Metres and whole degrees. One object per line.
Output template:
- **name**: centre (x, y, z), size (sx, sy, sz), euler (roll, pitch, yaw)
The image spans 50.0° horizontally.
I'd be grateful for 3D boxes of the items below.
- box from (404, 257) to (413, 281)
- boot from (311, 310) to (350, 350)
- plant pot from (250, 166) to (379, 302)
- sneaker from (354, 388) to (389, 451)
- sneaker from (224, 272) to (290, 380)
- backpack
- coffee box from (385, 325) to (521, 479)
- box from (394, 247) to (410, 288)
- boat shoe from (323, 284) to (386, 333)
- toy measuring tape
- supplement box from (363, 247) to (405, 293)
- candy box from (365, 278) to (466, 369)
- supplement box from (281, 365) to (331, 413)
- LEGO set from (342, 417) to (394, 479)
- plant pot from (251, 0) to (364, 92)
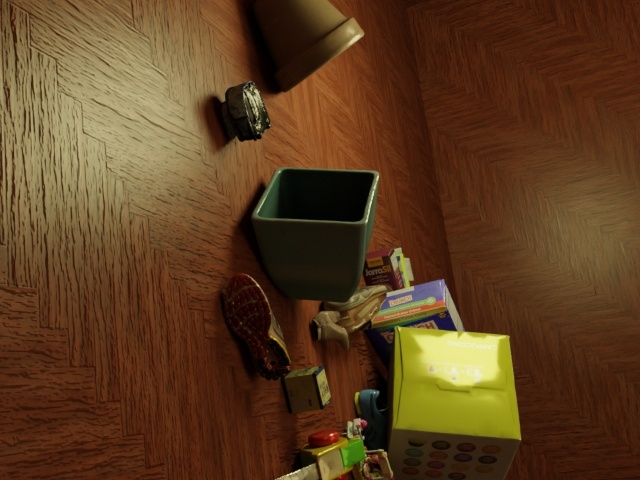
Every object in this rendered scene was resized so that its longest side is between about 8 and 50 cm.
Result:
- **box**: centre (0.263, 0.112, 2.409), size (0.101, 0.102, 0.087), euler (7, 70, -70)
- **boot**: centre (0.023, 0.235, 1.736), size (0.087, 0.042, 0.118), euler (-19, 90, -37)
- **plant pot**: centre (0.000, 0.000, 1.579), size (0.247, 0.248, 0.252), euler (-71, 162, -55)
- **sneaker**: centre (0.160, 0.511, 1.929), size (0.069, 0.082, 0.209), euler (-63, 138, -63)
- **sneaker**: centre (-0.129, 0.167, 1.367), size (0.093, 0.088, 0.225), euler (-108, 179, -72)
- **backpack**: centre (-0.169, -0.280, 1.489), size (0.105, 0.084, 0.114), euler (-66, 144, -59)
- **coffee box**: centre (0.365, 0.486, 1.986), size (0.334, 0.338, 0.338), euler (90, 6, -47)
- **box**: centre (0.239, 0.123, 2.327), size (0.042, 0.109, 0.178), euler (-12, 90, -69)
- **boat shoe**: centre (0.102, 0.194, 1.919), size (0.324, 0.123, 0.116), euler (-11, 92, -61)
- **toy measuring tape**: centre (-0.030, 0.479, 1.451), size (0.330, 0.121, 0.121), euler (-7, 84, -48)
- **supplement box**: centre (0.208, 0.130, 2.246), size (0.081, 0.104, 0.188), euler (-46, 121, -66)
- **candy box**: centre (0.311, 0.291, 2.190), size (0.122, 0.268, 0.317), euler (-86, 154, -46)
- **supplement box**: centre (-0.031, 0.328, 1.509), size (0.056, 0.083, 0.083), euler (-25, 102, -70)
- **LEGO set**: centre (0.151, 0.599, 1.810), size (0.132, 0.107, 0.287), euler (-79, 150, -48)
- **plant pot**: centre (-0.057, -0.550, 1.781), size (0.229, 0.263, 0.263), euler (52, 26, -13)
